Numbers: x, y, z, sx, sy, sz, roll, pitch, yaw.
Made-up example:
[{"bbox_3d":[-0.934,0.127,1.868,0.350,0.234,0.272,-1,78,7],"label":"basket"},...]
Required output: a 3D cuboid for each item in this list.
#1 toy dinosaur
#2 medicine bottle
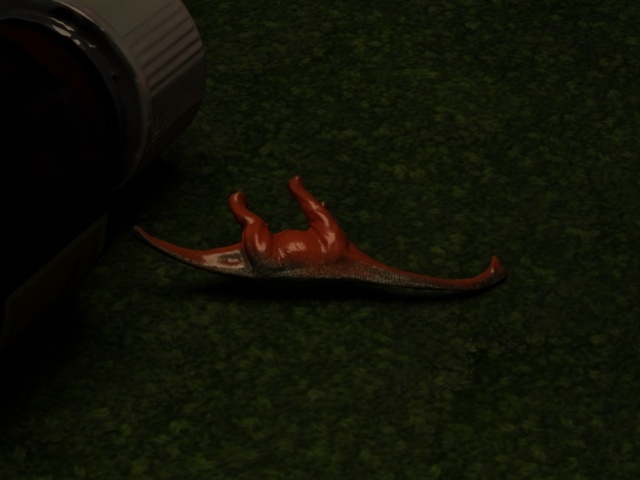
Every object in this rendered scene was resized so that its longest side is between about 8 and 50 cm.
[{"bbox_3d":[-0.001,0.004,1.348,0.280,0.055,0.101,-5,51,-13],"label":"toy dinosaur"},{"bbox_3d":[-0.229,-0.060,1.271,0.243,0.242,0.395,23,33,20],"label":"medicine bottle"}]
